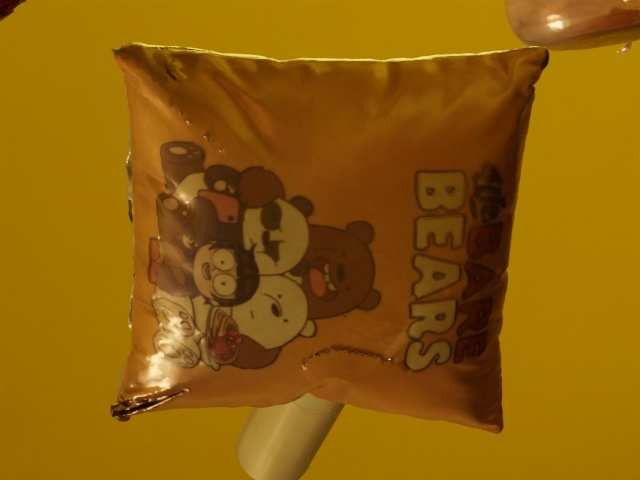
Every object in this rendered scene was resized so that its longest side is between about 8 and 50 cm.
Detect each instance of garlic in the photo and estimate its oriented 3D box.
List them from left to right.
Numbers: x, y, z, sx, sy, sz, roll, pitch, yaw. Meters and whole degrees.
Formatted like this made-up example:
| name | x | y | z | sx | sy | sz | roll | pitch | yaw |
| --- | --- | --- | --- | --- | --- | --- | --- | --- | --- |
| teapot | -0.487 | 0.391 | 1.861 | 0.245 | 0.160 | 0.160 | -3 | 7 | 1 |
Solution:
| name | x | y | z | sx | sy | sz | roll | pitch | yaw |
| --- | --- | --- | --- | --- | --- | --- | --- | --- | --- |
| garlic | 0.239 | -0.218 | 1.805 | 0.128 | 0.148 | 0.266 | -44 | -178 | 1 |

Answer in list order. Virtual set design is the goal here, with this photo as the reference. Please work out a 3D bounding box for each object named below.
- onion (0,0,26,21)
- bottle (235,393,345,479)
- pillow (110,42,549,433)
| name | x | y | z | sx | sy | sz | roll | pitch | yaw |
| --- | --- | --- | --- | --- | --- | --- | --- | --- | --- |
| onion | -0.292 | -0.243 | 1.527 | 0.150 | 0.140 | 0.150 | -16 | -127 | 22 |
| bottle | -0.020 | 0.144 | 1.690 | 0.201 | 0.072 | 0.072 | 116 | -11 | -57 |
| pillow | 0.000 | 0.000 | 1.436 | 0.119 | 0.312 | 0.310 | -96 | -171 | -70 |
